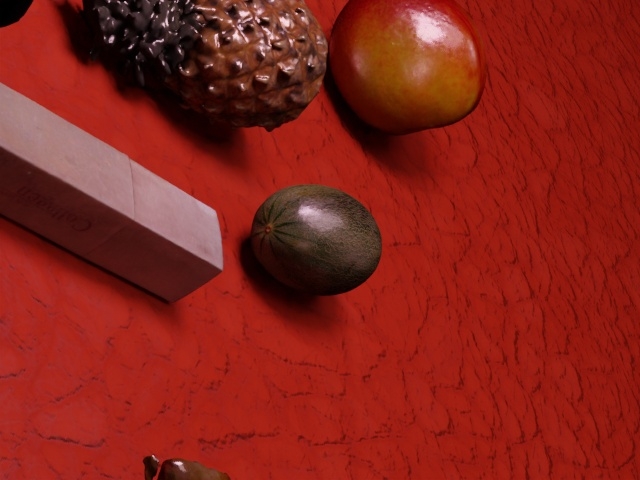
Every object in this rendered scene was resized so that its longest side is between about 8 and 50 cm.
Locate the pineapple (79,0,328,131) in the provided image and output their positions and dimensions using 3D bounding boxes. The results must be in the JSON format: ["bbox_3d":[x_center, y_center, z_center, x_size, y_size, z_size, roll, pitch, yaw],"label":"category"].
[{"bbox_3d":[-0.134,-0.206,2.028,0.278,0.158,0.158,13,51,-37],"label":"pineapple"}]

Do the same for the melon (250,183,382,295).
[{"bbox_3d":[0.000,0.000,2.058,0.167,0.114,0.114,21,46,-46],"label":"melon"}]

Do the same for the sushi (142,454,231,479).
[{"bbox_3d":[-0.089,0.335,1.530,0.343,0.182,0.196,62,20,-2],"label":"sushi"}]

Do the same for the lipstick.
[{"bbox_3d":[-0.238,-0.055,1.775,0.371,0.076,0.080,31,37,-40],"label":"lipstick"}]

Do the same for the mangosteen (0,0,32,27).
[{"bbox_3d":[-0.348,-0.288,1.667,0.287,0.287,0.233,-49,142,-60],"label":"mangosteen"}]

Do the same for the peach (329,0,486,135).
[{"bbox_3d":[0.100,-0.226,2.367,0.197,0.197,0.197,38,34,-33],"label":"peach"}]
